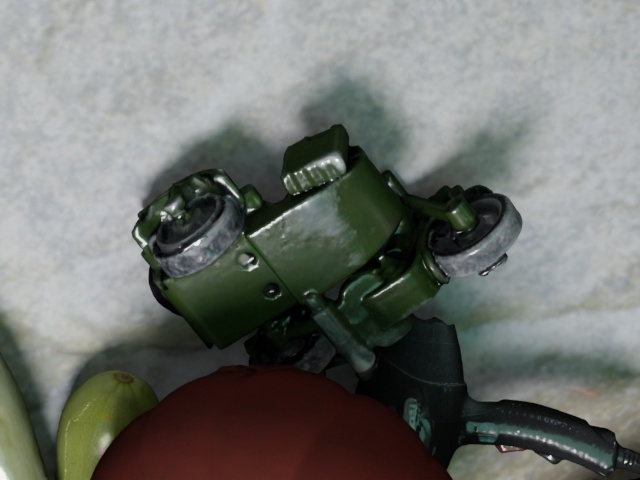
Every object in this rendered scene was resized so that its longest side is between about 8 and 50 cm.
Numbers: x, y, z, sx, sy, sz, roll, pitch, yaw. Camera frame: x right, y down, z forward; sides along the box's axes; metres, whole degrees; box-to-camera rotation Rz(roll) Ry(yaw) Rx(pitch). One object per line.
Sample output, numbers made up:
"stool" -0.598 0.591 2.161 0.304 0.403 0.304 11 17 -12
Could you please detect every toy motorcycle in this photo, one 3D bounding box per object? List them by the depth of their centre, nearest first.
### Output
"toy motorcycle" 0.000 0.000 1.488 0.275 0.127 0.205 -33 114 9

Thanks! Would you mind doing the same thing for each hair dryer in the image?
"hair dryer" 0.154 0.189 1.563 0.272 0.091 0.235 8 92 3

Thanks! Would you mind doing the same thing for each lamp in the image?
"lamp" -0.034 0.240 1.427 0.303 0.257 0.303 7 112 17

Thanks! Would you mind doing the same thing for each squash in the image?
"squash" -0.172 0.217 1.554 0.083 0.083 0.250 1 113 -13

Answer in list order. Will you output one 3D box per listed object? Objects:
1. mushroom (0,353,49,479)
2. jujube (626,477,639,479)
"mushroom" -0.258 0.173 1.498 0.100 0.081 0.312 -7 110 38
"jujube" 0.322 0.310 1.609 0.377 0.276 0.276 -31 115 -1
